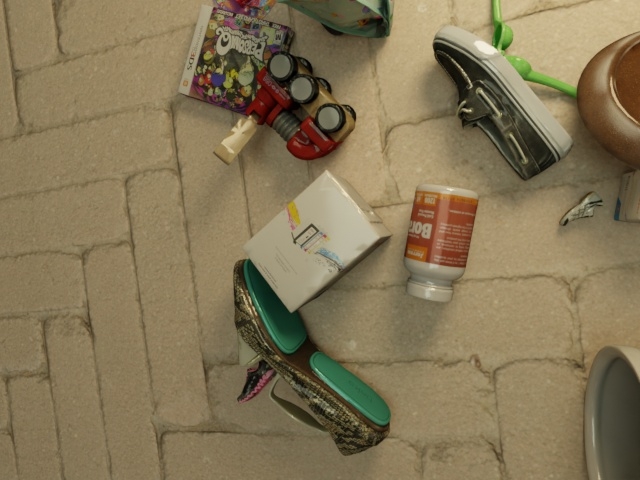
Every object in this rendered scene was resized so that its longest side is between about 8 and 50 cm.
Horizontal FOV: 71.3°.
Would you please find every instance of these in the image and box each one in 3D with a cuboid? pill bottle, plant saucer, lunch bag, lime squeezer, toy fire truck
[{"bbox_3d":[0.229,0.004,0.872,0.121,0.121,0.216,10,95,16],"label":"pill bottle"},{"bbox_3d":[0.592,-0.241,0.725,0.310,0.050,0.311,-4,68,10],"label":"plant saucer"},{"bbox_3d":[0.062,-0.528,0.841,0.160,0.262,0.223,10,97,47],"label":"lunch bag"},{"bbox_3d":[0.376,-0.375,0.846,0.110,0.059,0.310,-32,82,16],"label":"lime squeezer"},{"bbox_3d":[-0.083,-0.239,0.941,0.217,0.158,0.246,47,114,1],"label":"toy fire truck"}]

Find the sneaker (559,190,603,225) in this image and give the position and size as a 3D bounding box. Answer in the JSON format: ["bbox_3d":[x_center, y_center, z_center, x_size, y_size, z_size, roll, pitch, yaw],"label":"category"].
[{"bbox_3d":[0.490,-0.053,0.836,0.083,0.032,0.037,-45,80,14],"label":"sneaker"}]

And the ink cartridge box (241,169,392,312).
[{"bbox_3d":[0.000,0.000,0.916,0.232,0.171,0.168,-41,81,14],"label":"ink cartridge box"}]

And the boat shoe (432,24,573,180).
[{"bbox_3d":[0.313,-0.255,0.835,0.119,0.121,0.335,-43,82,10],"label":"boat shoe"}]

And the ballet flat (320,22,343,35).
[{"bbox_3d":[0.005,-0.539,0.945,0.074,0.074,0.203,-17,88,17],"label":"ballet flat"}]

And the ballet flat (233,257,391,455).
[{"bbox_3d":[-0.064,0.266,0.959,0.483,0.164,0.182,47,109,6],"label":"ballet flat"}]

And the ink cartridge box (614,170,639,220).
[{"bbox_3d":[0.560,-0.075,0.766,0.052,0.122,0.088,10,95,17],"label":"ink cartridge box"}]

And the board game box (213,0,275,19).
[{"bbox_3d":[-0.179,-0.583,1.018,0.168,0.033,0.133,17,97,15],"label":"board game box"}]

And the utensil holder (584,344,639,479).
[{"bbox_3d":[0.650,0.335,0.659,0.385,0.327,0.328,1,93,14],"label":"utensil holder"}]

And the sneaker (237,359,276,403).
[{"bbox_3d":[-0.158,0.329,1.047,0.057,0.047,0.119,45,96,17],"label":"sneaker"}]

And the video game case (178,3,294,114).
[{"bbox_3d":[-0.198,-0.408,1.026,0.232,0.042,0.210,22,100,15],"label":"video game case"}]
